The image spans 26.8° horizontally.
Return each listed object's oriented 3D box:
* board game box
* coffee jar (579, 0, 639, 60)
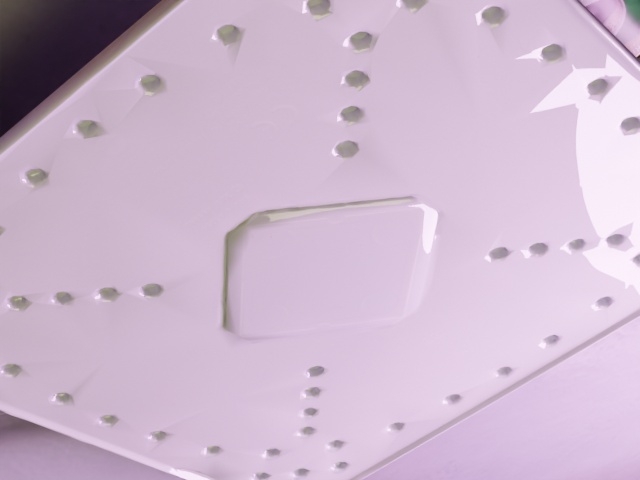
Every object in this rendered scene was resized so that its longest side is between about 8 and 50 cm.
[{"bbox_3d":[0.000,0.000,0.731,0.390,0.050,0.390,-35,138,24],"label":"board game box"},{"bbox_3d":[0.116,-0.142,0.704,0.096,0.079,0.184,-34,137,13],"label":"coffee jar"}]
